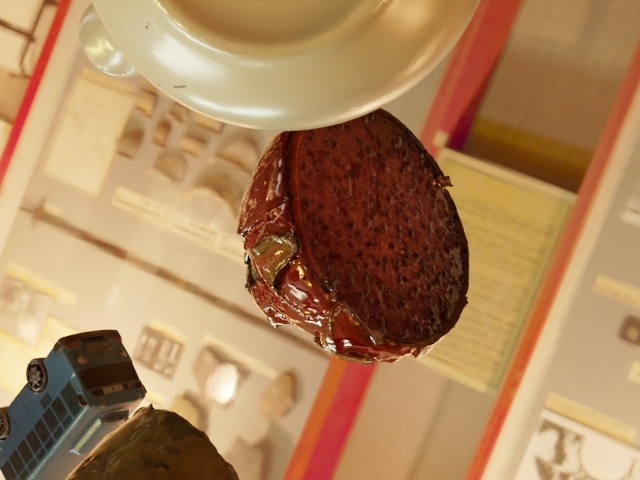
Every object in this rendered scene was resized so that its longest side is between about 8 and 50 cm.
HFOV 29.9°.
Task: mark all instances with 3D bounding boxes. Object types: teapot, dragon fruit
[{"bbox_3d":[0.001,-0.168,0.605,0.208,0.299,0.166,64,-179,4],"label":"teapot"},{"bbox_3d":[0.003,0.003,0.994,0.223,0.218,0.148,7,158,-45],"label":"dragon fruit"}]

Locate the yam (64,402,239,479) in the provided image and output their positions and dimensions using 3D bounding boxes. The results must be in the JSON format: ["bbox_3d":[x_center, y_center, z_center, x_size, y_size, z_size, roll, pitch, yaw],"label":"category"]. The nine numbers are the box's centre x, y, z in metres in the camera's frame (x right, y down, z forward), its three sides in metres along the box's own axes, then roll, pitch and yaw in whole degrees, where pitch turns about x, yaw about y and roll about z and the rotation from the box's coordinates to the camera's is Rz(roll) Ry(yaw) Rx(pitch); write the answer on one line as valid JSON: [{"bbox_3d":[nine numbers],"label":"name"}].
[{"bbox_3d":[-0.105,0.170,0.516,0.107,0.194,0.107,23,140,21],"label":"yam"}]

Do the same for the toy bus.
[{"bbox_3d":[-0.341,0.234,1.611,0.116,0.234,0.133,-3,-128,-51],"label":"toy bus"}]
